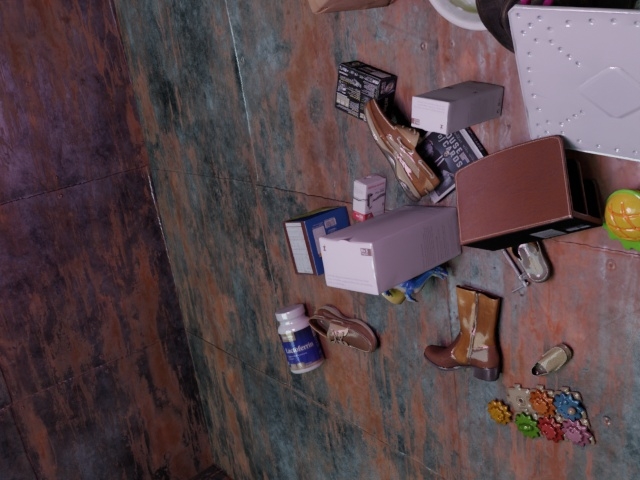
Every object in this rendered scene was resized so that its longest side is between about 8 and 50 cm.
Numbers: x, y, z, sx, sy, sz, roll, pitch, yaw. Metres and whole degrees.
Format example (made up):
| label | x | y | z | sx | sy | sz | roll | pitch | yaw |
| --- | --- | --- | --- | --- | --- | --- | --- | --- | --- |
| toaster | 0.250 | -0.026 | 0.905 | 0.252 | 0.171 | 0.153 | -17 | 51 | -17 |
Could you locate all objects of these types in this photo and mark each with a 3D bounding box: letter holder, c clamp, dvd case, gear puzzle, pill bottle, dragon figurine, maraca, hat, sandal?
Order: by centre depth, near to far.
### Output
| label | x | y | z | sx | sy | sz | roll | pitch | yaw |
| --- | --- | --- | --- | --- | --- | --- | --- | --- | --- |
| hat | 0.480 | -0.474 | 1.257 | 0.331 | 0.134 | 0.331 | 15 | 145 | 11 |
| maraca | 0.699 | -0.044 | 1.358 | 0.127 | 0.099 | 0.186 | 48 | 165 | 31 |
| letter holder | 0.501 | -0.113 | 1.485 | 0.302 | 0.152 | 0.214 | -18 | 70 | 47 |
| sandal | 0.533 | 0.018 | 1.599 | 0.090 | 0.060 | 0.219 | -31 | 81 | 39 |
| c clamp | 0.541 | 0.055 | 1.660 | 0.137 | 0.022 | 0.161 | -35 | 79 | 52 |
| dvd case | 0.359 | -0.239 | 1.733 | 0.179 | 0.029 | 0.239 | 59 | 144 | 11 |
| gear puzzle | 0.623 | 0.513 | 1.773 | 0.339 | 0.044 | 0.175 | -13 | 98 | 53 |
| dragon figurine | 0.252 | 0.111 | 1.889 | 0.289 | 0.085 | 0.144 | 11 | 86 | 15 |
| pill bottle | -0.091 | 0.409 | 2.520 | 0.153 | 0.153 | 0.265 | -11 | 99 | 53 |

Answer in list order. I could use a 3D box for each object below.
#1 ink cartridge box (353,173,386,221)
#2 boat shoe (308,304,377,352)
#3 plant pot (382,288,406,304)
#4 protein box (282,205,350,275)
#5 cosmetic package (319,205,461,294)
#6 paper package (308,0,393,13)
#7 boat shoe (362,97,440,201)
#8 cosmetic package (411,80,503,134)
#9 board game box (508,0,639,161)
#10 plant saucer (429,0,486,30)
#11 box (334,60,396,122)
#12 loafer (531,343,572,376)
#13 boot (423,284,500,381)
| label | x | y | z | sx | sy | sz | roll | pitch | yaw |
| --- | --- | --- | --- | --- | --- | --- | --- | --- | --- |
| ink cartridge box | 0.161 | -0.139 | 1.972 | 0.056 | 0.099 | 0.135 | 28 | 128 | 41 |
| boat shoe | 0.079 | 0.357 | 2.311 | 0.324 | 0.116 | 0.123 | 21 | 123 | 45 |
| plant pot | 0.255 | 0.131 | 1.987 | 0.095 | 0.134 | 0.134 | -45 | 70 | 24 |
| protein box | 0.000 | 0.000 | 2.158 | 0.136 | 0.200 | 0.201 | 1 | 109 | 51 |
| cosmetic package | 0.210 | 0.016 | 1.751 | 0.217 | 0.385 | 0.156 | 7 | 113 | 50 |
| paper package | 0.077 | -0.790 | 1.569 | 0.168 | 0.309 | 0.325 | -20 | 91 | 56 |
| boat shoe | 0.239 | -0.273 | 1.753 | 0.120 | 0.122 | 0.324 | -30 | 90 | 12 |
| cosmetic package | 0.349 | -0.341 | 1.524 | 0.117 | 0.231 | 0.085 | 24 | 125 | 42 |
| board game box | 0.591 | -0.307 | 1.187 | 0.390 | 0.050 | 0.390 | 20 | 158 | 36 |
| plant saucer | 0.400 | -0.699 | 1.388 | 0.400 | 0.100 | 0.400 | 26 | 126 | 42 |
| box | 0.137 | -0.457 | 1.857 | 0.180 | 0.077 | 0.147 | 34 | 132 | 37 |
| loafer | 0.637 | 0.339 | 1.662 | 0.056 | 0.050 | 0.148 | 49 | 140 | 23 |
| boot | 0.428 | 0.275 | 1.854 | 0.264 | 0.096 | 0.280 | 13 | 117 | 48 |
